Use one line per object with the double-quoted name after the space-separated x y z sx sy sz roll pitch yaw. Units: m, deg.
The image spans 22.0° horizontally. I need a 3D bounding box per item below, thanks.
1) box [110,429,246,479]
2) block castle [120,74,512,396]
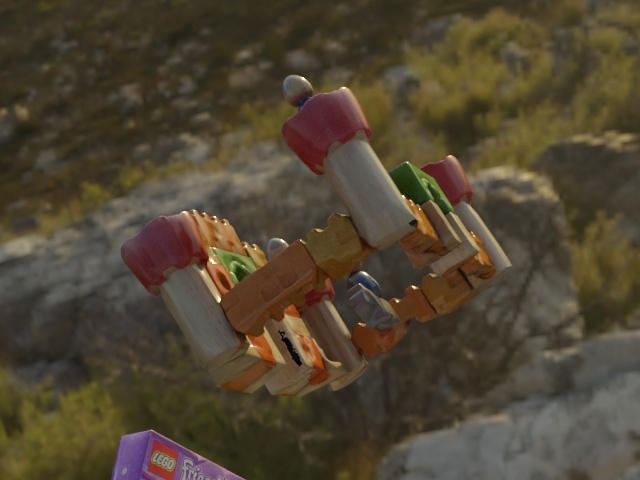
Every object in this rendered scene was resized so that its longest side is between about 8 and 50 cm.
-0.130 0.368 1.901 0.057 0.293 0.201 -16 52 40 "box"
0.000 0.000 1.819 0.303 0.213 0.453 -36 -18 13 "block castle"
